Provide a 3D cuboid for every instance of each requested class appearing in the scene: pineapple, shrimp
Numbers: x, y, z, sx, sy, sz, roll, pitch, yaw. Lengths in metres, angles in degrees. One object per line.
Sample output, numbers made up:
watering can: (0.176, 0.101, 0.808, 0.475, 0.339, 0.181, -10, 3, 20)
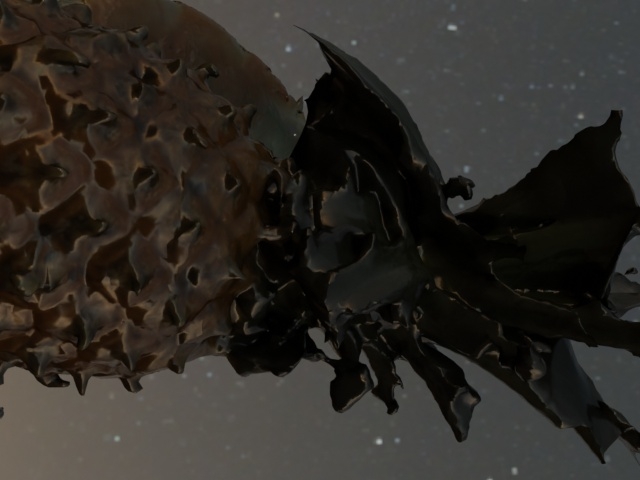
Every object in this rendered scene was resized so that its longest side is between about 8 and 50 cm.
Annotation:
pineapple: (-0.001, -0.002, 0.491, 0.165, 0.365, 0.165, -170, -90, -72)
shrimp: (-0.105, -0.036, 0.599, 0.068, 0.287, 0.185, -8, -65, 41)
